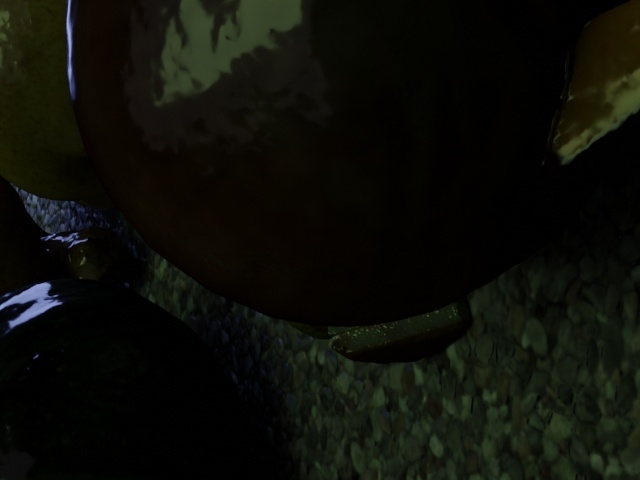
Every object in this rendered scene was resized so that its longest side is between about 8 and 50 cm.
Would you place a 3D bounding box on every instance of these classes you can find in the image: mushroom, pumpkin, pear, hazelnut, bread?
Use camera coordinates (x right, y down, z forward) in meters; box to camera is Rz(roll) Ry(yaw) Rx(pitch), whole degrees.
[{"bbox_3d":[-0.380,0.067,1.786,0.345,0.239,0.345,-8,81,62],"label":"mushroom"},{"bbox_3d":[-0.260,0.260,1.439,0.454,0.344,0.454,-27,57,52],"label":"pumpkin"},{"bbox_3d":[-0.236,-0.204,1.476,0.314,0.314,0.314,-5,85,62],"label":"pear"},{"bbox_3d":[0.027,-0.150,0.930,0.359,0.359,0.409,9,99,62],"label":"hazelnut"},{"bbox_3d":[0.065,0.068,1.152,0.062,0.109,0.043,51,-153,-61],"label":"bread"},{"bbox_3d":[0.240,-0.148,0.791,0.163,0.111,0.278,15,90,47],"label":"pumpkin"}]

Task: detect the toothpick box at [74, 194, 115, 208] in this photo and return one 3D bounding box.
[{"bbox_3d":[-0.273,-0.090,1.742,0.149,0.098,0.098,12,100,62],"label":"toothpick box"}]

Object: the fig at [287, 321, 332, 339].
[{"bbox_3d":[-0.012,0.008,1.255,0.166,0.093,0.093,63,141,37],"label":"fig"}]
